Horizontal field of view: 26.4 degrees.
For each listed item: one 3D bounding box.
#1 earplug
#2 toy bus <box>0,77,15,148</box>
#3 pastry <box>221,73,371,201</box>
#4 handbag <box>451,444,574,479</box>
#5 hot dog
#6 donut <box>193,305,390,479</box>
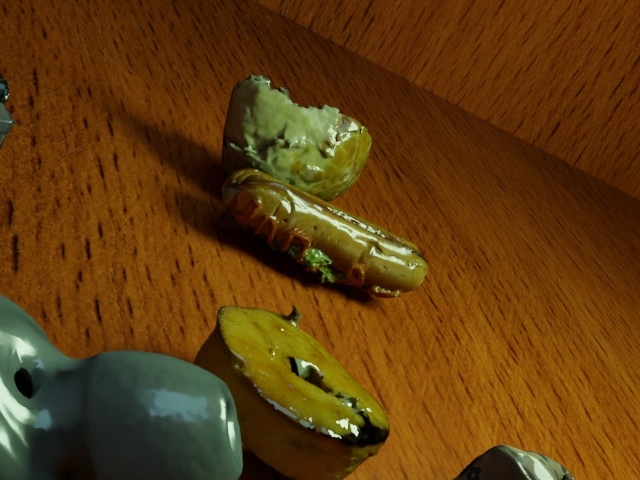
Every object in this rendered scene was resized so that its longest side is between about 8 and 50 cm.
[{"bbox_3d":[-0.223,0.158,1.238,0.325,0.175,0.214,26,34,-23],"label":"earplug"},{"bbox_3d":[-0.490,-0.196,1.738,0.112,0.138,0.317,12,29,-35],"label":"toy bus"},{"bbox_3d":[-0.051,-0.126,2.169,0.237,0.170,0.256,18,-23,1],"label":"pastry"},{"bbox_3d":[0.243,0.365,1.483,0.193,0.190,0.251,18,32,-52],"label":"handbag"},{"bbox_3d":[0.000,0.000,2.063,0.349,0.117,0.158,24,1,-30],"label":"hot dog"},{"bbox_3d":[-0.034,0.172,1.559,0.253,0.118,0.253,40,10,-9],"label":"donut"}]
